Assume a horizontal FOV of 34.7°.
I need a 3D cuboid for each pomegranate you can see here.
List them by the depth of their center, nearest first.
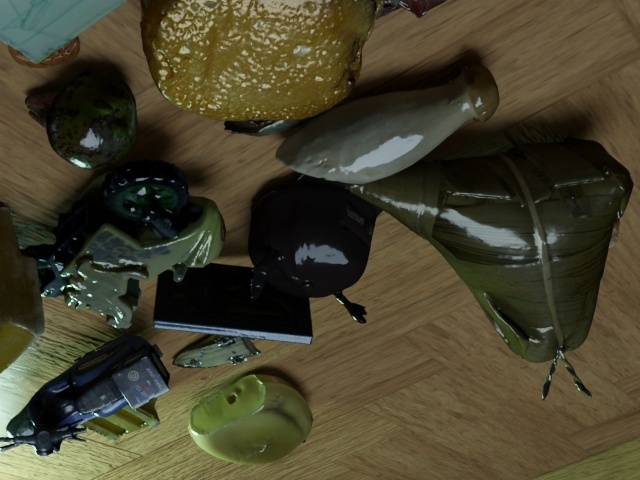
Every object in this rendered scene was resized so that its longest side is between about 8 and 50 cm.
[{"bbox_3d":[-0.327,-0.173,1.395,0.163,0.138,0.125,27,151,-2],"label":"pomegranate"}]

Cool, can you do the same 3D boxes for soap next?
[{"bbox_3d":[-0.574,0.105,1.618,0.143,0.259,0.281,6,147,-46],"label":"soap"},{"bbox_3d":[-0.454,0.350,2.195,0.135,0.076,0.233,-21,148,13],"label":"soap"}]

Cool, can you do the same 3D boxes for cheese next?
[{"bbox_3d":[-0.142,0.426,2.373,0.259,0.128,0.316,-25,148,15],"label":"cheese"}]

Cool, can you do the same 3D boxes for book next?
[{"bbox_3d":[-0.150,0.102,1.772,0.269,0.191,0.025,7,121,-9],"label":"book"}]

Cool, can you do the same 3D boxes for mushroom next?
[{"bbox_3d":[0.101,-0.167,1.543,0.350,0.128,0.128,-22,147,7],"label":"mushroom"}]

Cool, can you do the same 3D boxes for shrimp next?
[{"bbox_3d":[-0.088,-0.207,1.502,0.147,0.035,0.195,-21,150,16],"label":"shrimp"}]

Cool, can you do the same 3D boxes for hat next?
[{"bbox_3d":[0.021,0.008,1.708,0.336,0.209,0.238,-33,139,27],"label":"hat"}]

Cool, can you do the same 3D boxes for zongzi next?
[{"bbox_3d":[0.260,0.062,1.775,0.466,0.218,0.500,-4,126,-6],"label":"zongzi"}]

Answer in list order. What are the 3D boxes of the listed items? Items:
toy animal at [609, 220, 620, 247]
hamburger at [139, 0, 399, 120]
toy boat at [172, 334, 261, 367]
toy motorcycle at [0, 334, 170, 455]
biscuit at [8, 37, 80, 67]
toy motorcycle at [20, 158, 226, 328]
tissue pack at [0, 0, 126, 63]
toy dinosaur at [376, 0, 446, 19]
[{"bbox_3d":[0.457,-0.019,1.921,0.185,0.104,0.184,-26,137,29],"label":"toy animal"},{"bbox_3d":[-0.067,-0.279,1.265,0.314,0.170,0.290,-1,148,-13],"label":"hamburger"},{"bbox_3d":[-0.222,0.229,2.105,0.210,0.066,0.084,-19,115,26],"label":"toy boat"},{"bbox_3d":[-0.457,0.306,1.965,0.358,0.212,0.125,-30,103,4],"label":"toy motorcycle"},{"bbox_3d":[-0.364,-0.256,1.343,0.091,0.015,0.078,-14,148,2],"label":"biscuit"},{"bbox_3d":[-0.315,0.005,1.634,0.237,0.169,0.410,26,138,-36],"label":"toy motorcycle"},{"bbox_3d":[-0.185,-0.391,0.949,0.388,0.287,0.162,-27,151,23],"label":"tissue pack"},{"bbox_3d":[0.076,-0.325,1.375,0.220,0.032,0.108,-3,152,5],"label":"toy dinosaur"}]
